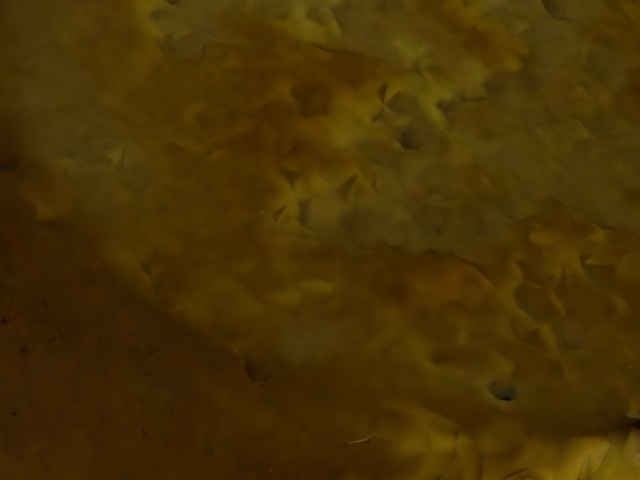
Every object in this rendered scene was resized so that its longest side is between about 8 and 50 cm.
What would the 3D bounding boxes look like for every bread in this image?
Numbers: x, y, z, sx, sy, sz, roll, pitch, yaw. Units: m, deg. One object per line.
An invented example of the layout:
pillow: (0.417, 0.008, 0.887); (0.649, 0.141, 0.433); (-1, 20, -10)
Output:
bread: (0.000, 0.000, 0.605); (0.398, 0.398, 0.215); (-64, 176, -48)
